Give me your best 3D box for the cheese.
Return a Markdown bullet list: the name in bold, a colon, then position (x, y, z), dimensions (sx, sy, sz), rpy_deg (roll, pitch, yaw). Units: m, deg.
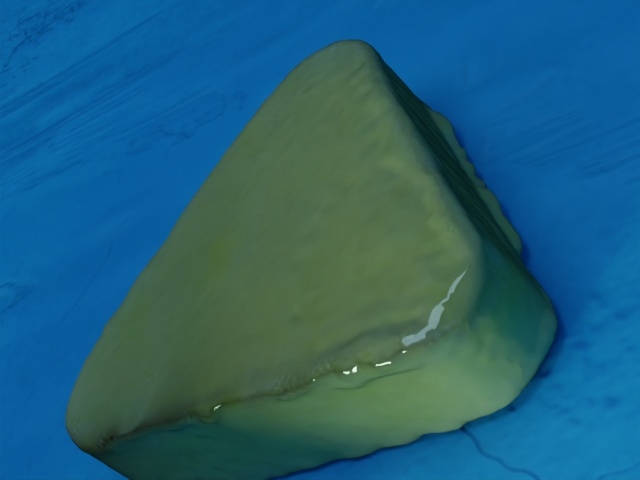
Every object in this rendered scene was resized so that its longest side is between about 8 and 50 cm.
- **cheese**: position (0.001, -0.001, 1.090), dimensions (0.384, 0.104, 0.384), rpy_deg (-31, 36, 26)
